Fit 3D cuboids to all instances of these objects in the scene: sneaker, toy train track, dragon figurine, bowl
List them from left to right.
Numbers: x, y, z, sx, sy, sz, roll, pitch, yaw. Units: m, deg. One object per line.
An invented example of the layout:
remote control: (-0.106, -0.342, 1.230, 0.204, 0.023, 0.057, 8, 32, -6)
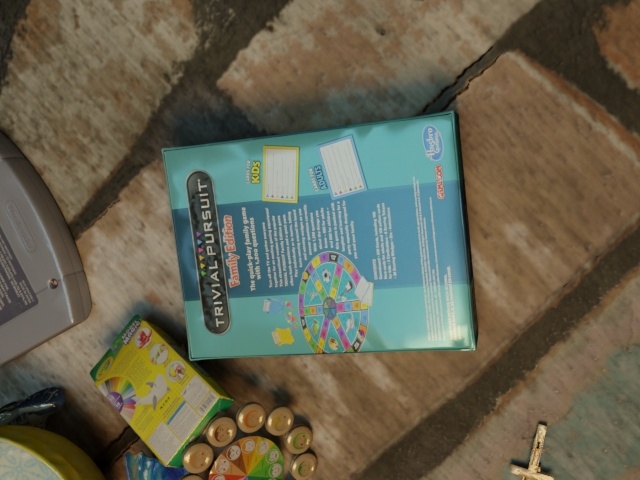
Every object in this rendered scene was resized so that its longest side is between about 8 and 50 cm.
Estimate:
sneaker: (-0.400, 0.247, 0.951, 0.135, 0.052, 0.058, -21, 101, 24)
bowl: (-0.374, 0.360, 0.897, 0.289, 0.156, 0.290, 2, 98, 15)
dragon figurine: (-0.193, 0.290, 0.874, 0.144, 0.085, 0.289, -17, 92, 17)
toy train track: (0.247, 0.251, 0.787, 0.048, 0.014, 0.083, 13, 95, 21)

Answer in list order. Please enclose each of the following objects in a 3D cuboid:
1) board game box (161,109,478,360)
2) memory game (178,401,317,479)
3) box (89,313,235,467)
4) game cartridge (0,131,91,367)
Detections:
board game box: (0.000, 0.000, 0.787, 0.335, 0.079, 0.254, -4, 96, 16)
memory game: (-0.085, 0.283, 0.819, 0.186, 0.012, 0.186, -6, 102, -27)
box: (-0.201, 0.179, 0.838, 0.179, 0.043, 0.105, 37, 86, 29)
game cartridge: (-0.436, 0.007, 0.923, 0.196, 0.060, 0.294, -27, 90, 20)
